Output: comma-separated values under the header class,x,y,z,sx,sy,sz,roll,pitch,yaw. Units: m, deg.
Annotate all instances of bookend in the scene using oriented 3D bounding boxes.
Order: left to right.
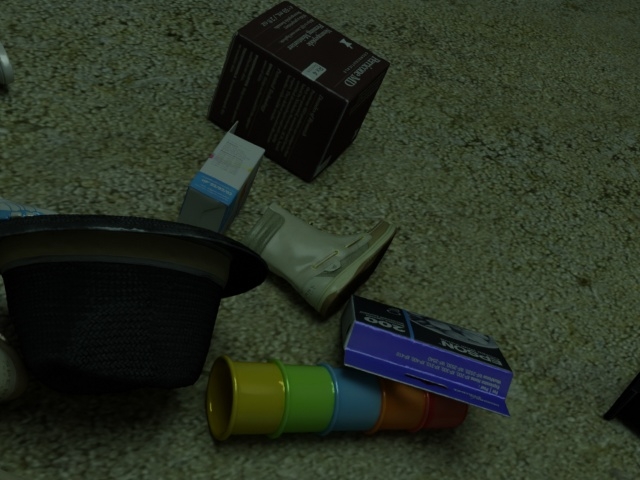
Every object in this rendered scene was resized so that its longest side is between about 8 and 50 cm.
class,x,y,z,sx,sy,sz,roll,pitch,yaw
bookend,0.505,0.241,1.294,0.157,0.072,0.156,41,43,17

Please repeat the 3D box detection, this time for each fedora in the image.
class,x,y,z,sx,sy,sz,roll,pitch,yaw
fedora,-0.211,0.081,0.974,0.334,0.334,0.153,5,75,-23

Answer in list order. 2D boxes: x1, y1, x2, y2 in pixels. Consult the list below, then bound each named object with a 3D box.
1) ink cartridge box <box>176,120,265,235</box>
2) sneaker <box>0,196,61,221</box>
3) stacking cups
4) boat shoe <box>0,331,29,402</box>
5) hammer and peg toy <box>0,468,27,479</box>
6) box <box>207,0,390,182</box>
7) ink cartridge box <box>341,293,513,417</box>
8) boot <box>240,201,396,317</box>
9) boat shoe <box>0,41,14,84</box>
class,x,y,z,sx,sy,sz,roll,pitch,yaw
ink cartridge box,-0.133,-0.073,1.273,0.061,0.104,0.181,26,40,0
sneaker,-0.388,-0.031,1.125,0.190,0.071,0.083,9,37,-20
stacking cups,0.031,0.188,1.086,0.316,0.096,0.096,6,44,-23
boat shoe,-0.451,0.077,0.955,0.341,0.122,0.110,32,4,19
hammer and peg toy,-0.340,0.278,0.765,0.361,0.127,0.266,25,40,-1
box,-0.035,-0.235,1.452,0.203,0.167,0.168,32,40,7
ink cartridge box,0.129,0.136,1.149,0.206,0.045,0.208,18,11,-3
boot,0.000,0.000,1.290,0.165,0.077,0.213,33,41,13
boat shoe,-0.507,-0.281,1.339,0.063,0.066,0.184,-30,66,-29
